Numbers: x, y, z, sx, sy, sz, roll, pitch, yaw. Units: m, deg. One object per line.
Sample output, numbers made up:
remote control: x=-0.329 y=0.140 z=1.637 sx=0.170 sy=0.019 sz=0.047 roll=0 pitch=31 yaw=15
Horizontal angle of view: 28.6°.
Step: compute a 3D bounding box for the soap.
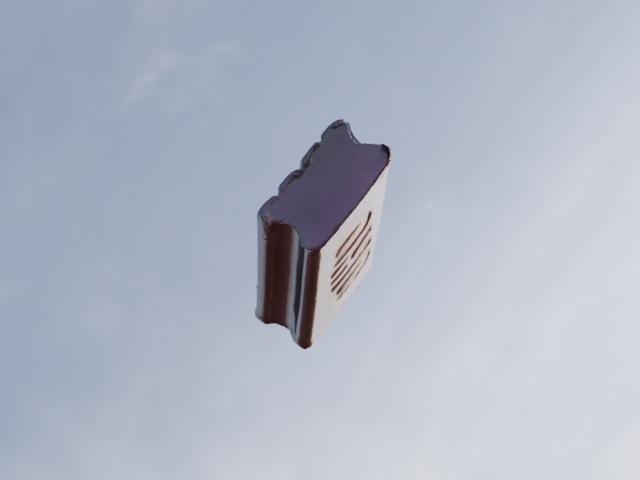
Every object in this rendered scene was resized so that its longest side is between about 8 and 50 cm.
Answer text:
soap: x=0.000 y=0.000 z=1.098 sx=0.122 sy=0.065 sz=0.203 roll=-51 pitch=-16 yaw=-24
